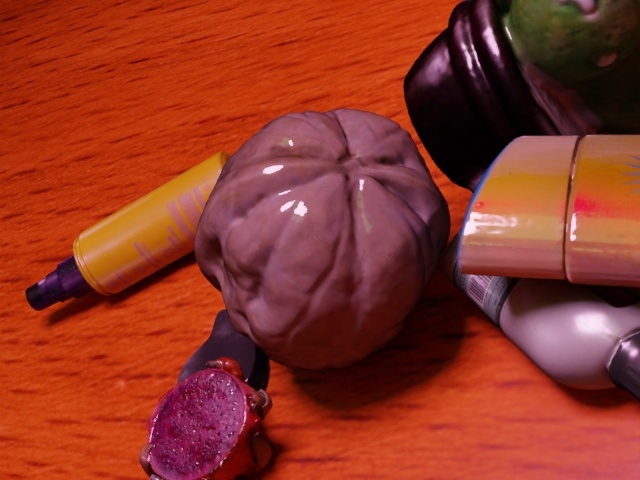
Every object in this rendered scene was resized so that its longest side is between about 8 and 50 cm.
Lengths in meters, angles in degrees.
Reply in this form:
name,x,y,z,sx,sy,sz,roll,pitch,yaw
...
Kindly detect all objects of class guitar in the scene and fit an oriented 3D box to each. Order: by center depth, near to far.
name,x,y,z,sx,sy,sz,roll,pitch,yaw
guitar,-0.058,0.059,0.998,0.088,0.025,0.233,-4,49,39

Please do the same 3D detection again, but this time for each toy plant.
name,x,y,z,sx,sy,sz,roll,pitch,yaw
toy plant,0.189,-0.143,0.856,0.235,0.218,0.175,-28,47,30

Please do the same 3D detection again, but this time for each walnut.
name,x,y,z,sx,sy,sz,roll,pitch,yaw
walnut,0.000,0.000,0.863,0.224,0.224,0.224,-23,39,20

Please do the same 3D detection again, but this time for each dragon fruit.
name,x,y,z,sx,sy,sz,roll,pitch,yaw
dragon fruit,-0.088,0.162,0.884,0.126,0.068,0.112,-50,44,1

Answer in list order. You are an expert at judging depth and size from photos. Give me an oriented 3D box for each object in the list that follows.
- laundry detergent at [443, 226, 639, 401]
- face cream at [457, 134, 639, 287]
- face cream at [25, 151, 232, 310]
name,x,y,z,sx,sy,sz,roll,pitch,yaw
laundry detergent,0.182,0.047,0.772,0.099,0.070,0.225,-34,35,-6
face cream,0.244,-0.021,0.727,0.285,0.067,0.139,2,43,19
face cream,-0.198,0.003,1.133,0.273,0.078,0.078,-29,38,14
